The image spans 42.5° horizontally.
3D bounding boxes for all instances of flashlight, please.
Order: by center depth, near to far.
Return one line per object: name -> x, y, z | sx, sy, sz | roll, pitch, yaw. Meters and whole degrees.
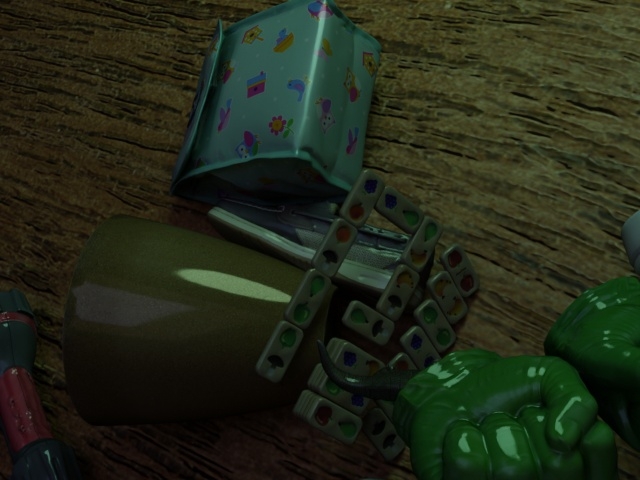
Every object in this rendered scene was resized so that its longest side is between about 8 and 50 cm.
flashlight -> -0.375, 0.198, 1.036 | 0.103, 0.103, 0.304 | -37, 56, 2

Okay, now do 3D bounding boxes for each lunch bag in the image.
lunch bag -> -0.076, -0.161, 1.032 | 0.262, 0.160, 0.223 | -2, 69, 36

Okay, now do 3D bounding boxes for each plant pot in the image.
plant pot -> -0.110, 0.098, 0.906 | 0.254, 0.237, 0.237 | 5, 68, 10

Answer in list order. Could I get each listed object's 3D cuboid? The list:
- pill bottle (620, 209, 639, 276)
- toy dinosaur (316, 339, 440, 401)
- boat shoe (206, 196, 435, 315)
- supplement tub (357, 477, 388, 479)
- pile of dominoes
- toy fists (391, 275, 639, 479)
pill bottle -> 0.355, 0.076, 0.732 | 0.131, 0.131, 0.229 | -19, 60, 16
toy dinosaur -> 0.140, 0.161, 0.750 | 0.121, 0.313, 0.160 | -50, 18, -15
boat shoe -> 0.000, 0.000, 0.957 | 0.285, 0.103, 0.092 | 20, 71, 27
supplement tub -> 0.118, 0.297, 0.626 | 0.272, 0.191, 0.191 | 2, 66, 52
pile of dominoes -> 0.066, 0.083, 0.832 | 0.251, 0.196, 0.040 | -62, 25, -11
toy fists -> 0.196, 0.118, 0.616 | 0.279, 0.096, 0.142 | -21, 36, -18
